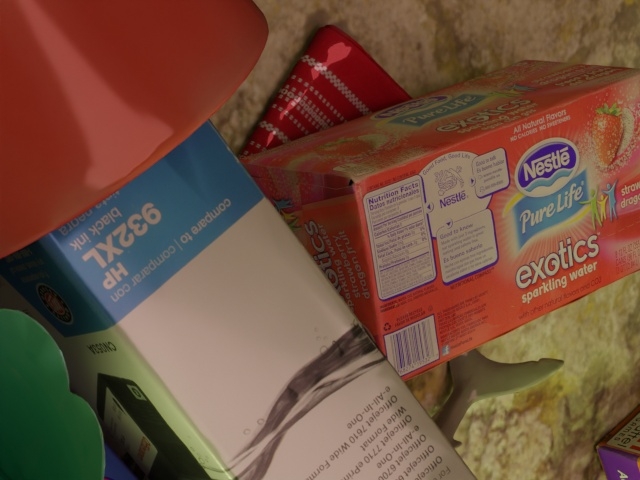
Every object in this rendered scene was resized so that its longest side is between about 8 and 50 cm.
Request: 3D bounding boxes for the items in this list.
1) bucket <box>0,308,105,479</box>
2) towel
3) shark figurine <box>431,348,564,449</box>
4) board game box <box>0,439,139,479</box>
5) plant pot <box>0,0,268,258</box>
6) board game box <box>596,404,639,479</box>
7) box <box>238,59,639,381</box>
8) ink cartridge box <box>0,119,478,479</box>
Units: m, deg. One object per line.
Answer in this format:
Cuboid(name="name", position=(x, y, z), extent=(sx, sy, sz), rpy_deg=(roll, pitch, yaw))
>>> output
Cuboid(name="bucket", position=(-0.249, 0.158, 0.850), extent=(0.281, 0.183, 0.281), rpy_deg=(7, 63, -15))
Cuboid(name="towel", position=(0.000, 0.000, 1.268), extent=(0.199, 0.031, 0.274), rpy_deg=(41, 72, -36))
Cuboid(name="shark figurine", position=(0.078, 0.172, 1.302), extent=(0.278, 0.116, 0.166), rpy_deg=(-16, 124, -51))
Cuboid(name="board game box", position=(-0.191, 0.228, 0.986), extent=(0.233, 0.078, 0.347), rpy_deg=(-38, 80, -28))
Cuboid(name="plant pot", position=(-0.204, -0.148, 0.940), extent=(0.275, 0.275, 0.243), rpy_deg=(-43, 112, -26))
Cuboid(name="board game box", position=(0.537, 0.266, 1.551), extent=(0.356, 0.356, 0.356), rpy_deg=(-37, 119, -29))
Cuboid(name="box", position=(0.103, -0.024, 1.233), extent=(0.300, 0.142, 0.154), rpy_deg=(-22, 112, -34))
Cuboid(name="ink cartridge box", position=(-0.070, 0.087, 1.044), extent=(0.129, 0.223, 0.307), rpy_deg=(-42, 103, -25))
